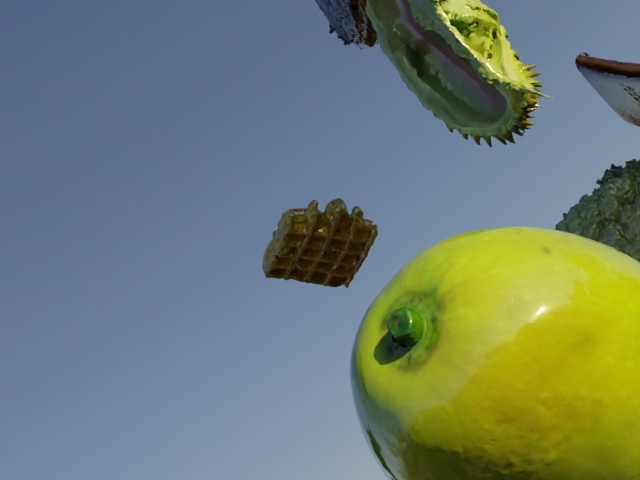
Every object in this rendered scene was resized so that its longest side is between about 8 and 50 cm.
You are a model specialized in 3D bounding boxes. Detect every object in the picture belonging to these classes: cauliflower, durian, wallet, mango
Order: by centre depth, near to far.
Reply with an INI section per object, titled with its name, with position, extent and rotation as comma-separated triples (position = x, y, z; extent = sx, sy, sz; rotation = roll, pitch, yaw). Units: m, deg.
[mango]
position = 0.136, 0.110, 0.648
extent = 0.192, 0.156, 0.343
rotation = -13, -31, 15
[wallet]
position = 0.425, -0.175, 1.337
extent = 0.031, 0.137, 0.255
rotation = -53, 22, -2
[durian]
position = 0.167, -0.270, 1.467
extent = 0.157, 0.355, 0.169
rotation = -40, -14, 9
[cauliflower]
position = 0.473, -0.012, 1.501
extent = 0.250, 0.275, 0.272
rotation = -50, -18, -65

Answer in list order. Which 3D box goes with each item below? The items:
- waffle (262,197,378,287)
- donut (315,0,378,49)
[waffle]
position = 0.000, 0.000, 1.807
extent = 0.160, 0.055, 0.211
rotation = 7, -32, -12
[donut]
position = 0.035, -0.427, 1.699
extent = 0.103, 0.270, 0.270
rotation = -29, -21, -8
